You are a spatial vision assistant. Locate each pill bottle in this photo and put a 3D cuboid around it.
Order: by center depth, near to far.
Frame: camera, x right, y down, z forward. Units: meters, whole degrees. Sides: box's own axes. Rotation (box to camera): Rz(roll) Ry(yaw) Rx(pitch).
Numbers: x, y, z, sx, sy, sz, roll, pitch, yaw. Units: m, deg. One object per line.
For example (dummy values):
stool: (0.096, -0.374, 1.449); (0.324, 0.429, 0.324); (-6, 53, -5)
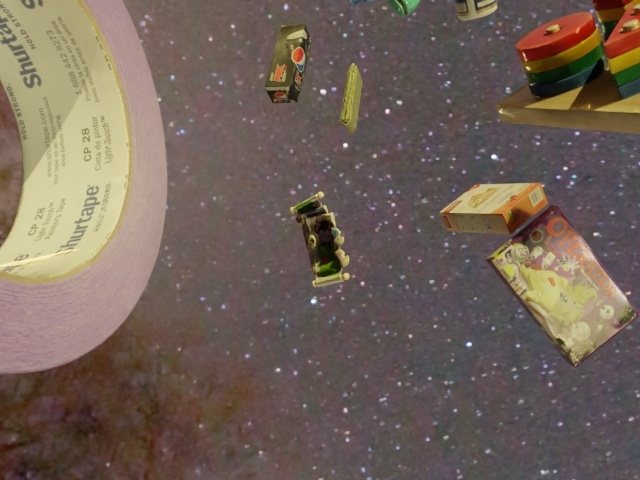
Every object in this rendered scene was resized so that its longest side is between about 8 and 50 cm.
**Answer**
pill bottle: (0.353, -0.614, 1.497); (0.094, 0.094, 0.169); (22, -41, 52)

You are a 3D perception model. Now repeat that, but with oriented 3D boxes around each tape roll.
tape roll: (-0.191, -0.065, 0.342); (0.090, 0.275, 0.274); (-8, -94, 17)

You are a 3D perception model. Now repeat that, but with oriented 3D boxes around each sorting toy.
sorting toy: (0.353, -0.225, 0.693); (0.089, 0.256, 0.257); (61, -12, -22)

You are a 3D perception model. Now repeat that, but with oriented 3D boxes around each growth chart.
growth chart: (0.000, 0.000, 1.561); (0.172, 0.021, 0.237); (-33, -111, 53)

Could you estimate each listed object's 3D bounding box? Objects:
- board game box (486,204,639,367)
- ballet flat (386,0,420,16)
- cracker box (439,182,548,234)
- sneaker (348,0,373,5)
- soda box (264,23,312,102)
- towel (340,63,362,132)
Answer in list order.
board game box: (0.585, 0.113, 1.540); (0.346, 0.208, 0.056); (50, -3, -9)
ballet flat: (0.144, -0.623, 1.485); (0.247, 0.087, 0.083); (47, -5, 13)
cracker box: (0.449, -0.086, 1.676); (0.232, 0.156, 0.067); (4, -54, 59)
sneaker: (0.136, -0.705, 1.674); (0.240, 0.091, 0.126); (-21, -74, 53)
soda box: (-0.065, -0.367, 1.326); (0.060, 0.053, 0.168); (2, -116, 19)
towel: (0.074, -0.335, 1.512); (0.027, 0.110, 0.148); (6, -91, 12)
